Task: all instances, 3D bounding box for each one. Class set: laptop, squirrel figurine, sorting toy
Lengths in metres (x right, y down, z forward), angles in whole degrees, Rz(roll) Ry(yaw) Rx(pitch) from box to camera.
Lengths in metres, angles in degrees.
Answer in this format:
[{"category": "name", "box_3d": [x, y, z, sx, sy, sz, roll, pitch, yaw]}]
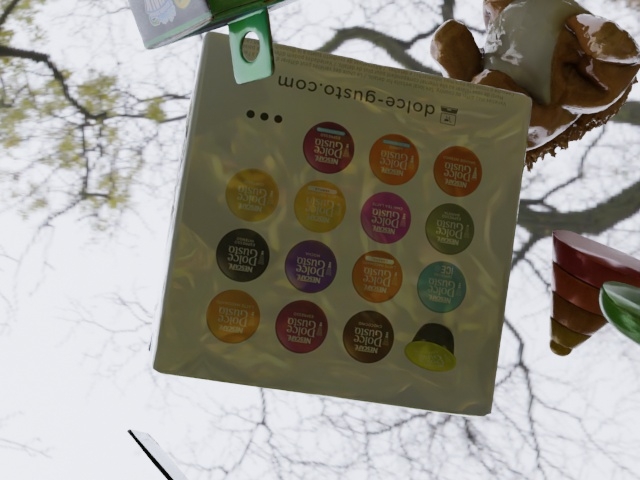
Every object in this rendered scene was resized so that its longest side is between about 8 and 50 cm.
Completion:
[{"category": "laptop", "box_3d": [-0.165, 0.353, 1.150, 0.137, 0.234, 0.264, 12, -102, -1]}, {"category": "squirrel figurine", "box_3d": [0.287, -0.188, 1.597, 0.370, 0.281, 0.397, -53, -29, 13]}, {"category": "sorting toy", "box_3d": [0.291, 0.110, 0.994, 0.127, 0.365, 0.126, 18, -73, -14]}]

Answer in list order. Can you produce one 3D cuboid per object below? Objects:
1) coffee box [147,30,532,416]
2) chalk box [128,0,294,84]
[{"category": "coffee box", "box_3d": [0.000, 0.000, 1.167, 0.338, 0.338, 0.334, 10, -95, -10]}, {"category": "chalk box", "box_3d": [-0.073, -0.227, 0.795, 0.132, 0.132, 0.213, -26, -77, -29]}]
